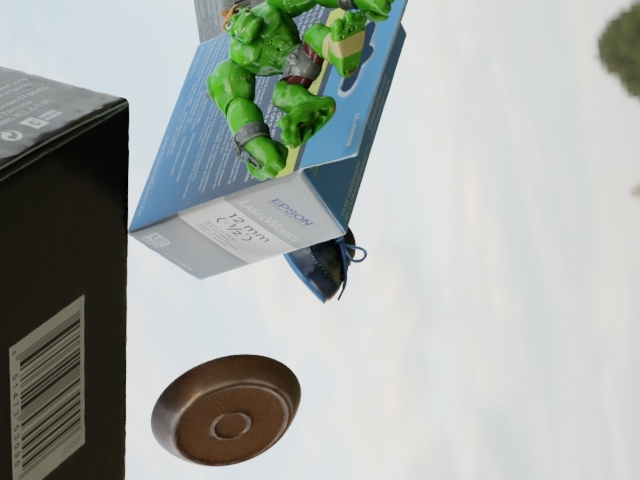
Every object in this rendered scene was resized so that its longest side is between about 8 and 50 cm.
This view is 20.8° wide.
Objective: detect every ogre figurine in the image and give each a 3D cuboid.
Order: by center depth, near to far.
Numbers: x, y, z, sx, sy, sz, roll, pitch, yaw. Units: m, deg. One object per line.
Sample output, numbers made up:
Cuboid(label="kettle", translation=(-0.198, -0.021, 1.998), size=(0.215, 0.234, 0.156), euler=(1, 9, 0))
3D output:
Cuboid(label="ogre figurine", translation=(-0.029, -0.158, 1.515), size=(0.097, 0.118, 0.197), euler=(0, -63, -51))

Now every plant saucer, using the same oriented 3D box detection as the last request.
Cuboid(label="plant saucer", translation=(-0.098, 0.191, 1.880), size=(0.168, 0.168, 0.029), euler=(66, -178, -47))

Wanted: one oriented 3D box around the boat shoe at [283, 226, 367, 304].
Cuboid(label="boat shoe", translation=(0.000, 0.000, 2.297), size=(0.109, 0.089, 0.258), euler=(51, -172, -21))

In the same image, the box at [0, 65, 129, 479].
Cuboid(label="box", translation=(-0.449, 0.073, 1.636), size=(0.297, 0.471, 0.480), euler=(-40, -39, -54))

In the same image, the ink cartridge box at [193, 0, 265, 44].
Cuboid(label="ink cartridge box", translation=(-0.052, -0.378, 2.069), size=(0.239, 0.060, 0.275), euler=(-28, -56, -35))

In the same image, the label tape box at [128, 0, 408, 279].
Cuboid(label="label tape box", translation=(-0.018, -0.118, 1.727), size=(0.115, 0.347, 0.249), euler=(37, -124, -31))
